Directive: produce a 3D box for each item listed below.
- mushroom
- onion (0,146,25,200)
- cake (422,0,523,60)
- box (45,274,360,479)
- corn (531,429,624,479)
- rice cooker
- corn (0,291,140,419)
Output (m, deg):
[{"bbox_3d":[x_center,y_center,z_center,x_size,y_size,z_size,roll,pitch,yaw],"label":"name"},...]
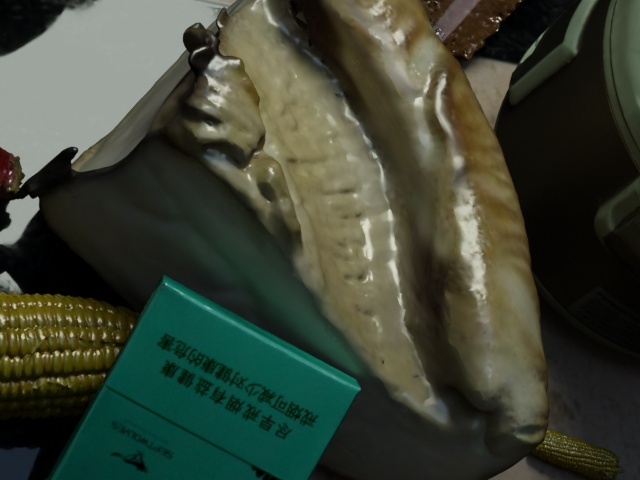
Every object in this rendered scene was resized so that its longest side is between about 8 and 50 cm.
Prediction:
[{"bbox_3d":[0.030,-0.011,1.462,0.397,0.224,0.314,46,45,-8],"label":"mushroom"},{"bbox_3d":[-0.293,-0.084,1.376,0.198,0.135,0.173,17,67,-17],"label":"onion"},{"bbox_3d":[0.164,-0.286,1.664,0.116,0.113,0.295,41,81,-5],"label":"cake"},{"bbox_3d":[-0.097,0.160,1.347,0.161,0.042,0.226,29,95,-8],"label":"box"},{"bbox_3d":[0.205,0.173,1.538,0.083,0.027,0.028,20,56,-11],"label":"corn"},{"bbox_3d":[0.322,-0.084,1.519,0.335,0.325,0.335,8,66,-20],"label":"rice cooker"},{"bbox_3d":[-0.254,0.079,1.347,0.313,0.102,0.102,7,67,-20],"label":"corn"}]
